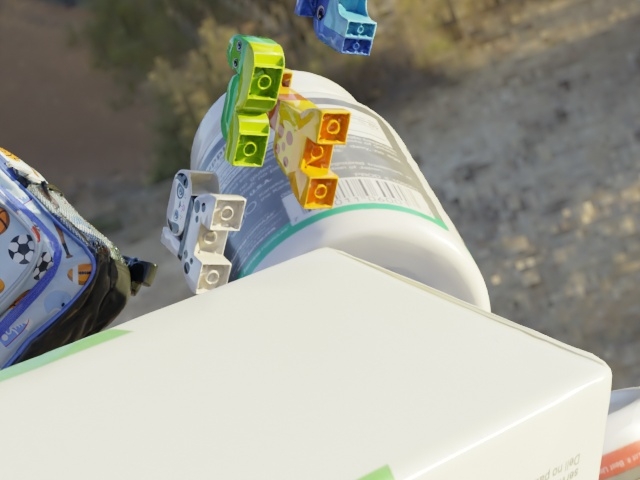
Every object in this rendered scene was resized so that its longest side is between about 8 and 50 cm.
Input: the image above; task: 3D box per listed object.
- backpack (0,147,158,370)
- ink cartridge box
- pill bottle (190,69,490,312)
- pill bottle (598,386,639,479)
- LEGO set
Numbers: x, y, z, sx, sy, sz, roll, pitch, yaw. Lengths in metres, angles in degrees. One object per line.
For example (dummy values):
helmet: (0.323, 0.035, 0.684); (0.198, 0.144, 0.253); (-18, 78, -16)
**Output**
backpack: (-0.345, 0.026, 1.773); (0.276, 0.213, 0.263); (-45, 64, -3)
ink cartridge box: (-0.033, 0.175, 0.569); (0.121, 0.289, 0.211); (23, 29, 37)
pill bottle: (0.000, 0.000, 1.574); (0.204, 0.204, 0.361); (-21, 27, -1)
pill bottle: (0.244, 0.321, 1.567); (0.210, 0.363, 0.210); (-18, 0, 0)
LEGO set: (-0.031, -0.092, 1.044); (0.087, 0.227, 0.093); (2, 22, -31)
